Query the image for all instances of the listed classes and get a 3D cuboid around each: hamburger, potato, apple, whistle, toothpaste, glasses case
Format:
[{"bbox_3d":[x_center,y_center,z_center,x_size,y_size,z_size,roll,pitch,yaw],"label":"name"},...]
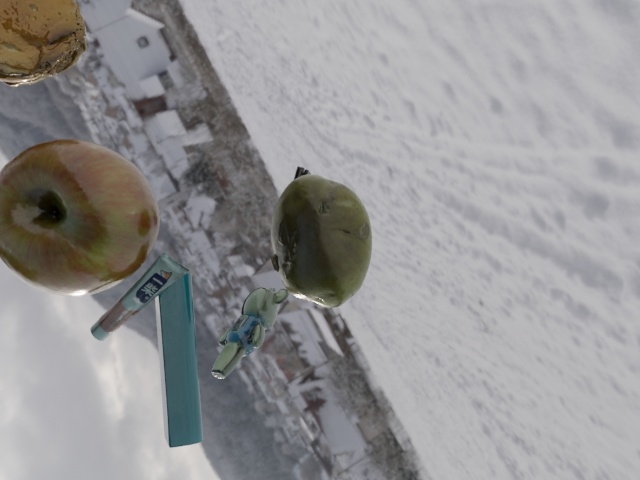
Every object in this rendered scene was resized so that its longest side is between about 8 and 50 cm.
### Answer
[{"bbox_3d":[-0.566,-0.406,1.225,0.244,0.244,0.163,61,163,-3],"label":"hamburger"},{"bbox_3d":[-0.002,0.001,1.189,0.197,0.228,0.149,19,-175,25],"label":"potato"},{"bbox_3d":[-0.395,-0.035,1.073,0.264,0.264,0.264,57,169,18],"label":"apple"},{"bbox_3d":[-0.147,0.185,1.322,0.114,0.235,0.077,-4,131,35],"label":"whistle"},{"bbox_3d":[-0.313,0.098,1.102,0.056,0.205,0.036,40,-161,-30],"label":"toothpaste"},{"bbox_3d":[-0.259,0.212,1.180,0.117,0.070,0.300,155,109,-70],"label":"glasses case"}]

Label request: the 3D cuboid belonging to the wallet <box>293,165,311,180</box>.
[{"bbox_3d":[-0.033,-0.063,1.546,0.044,0.168,0.317,13,176,11],"label":"wallet"}]
